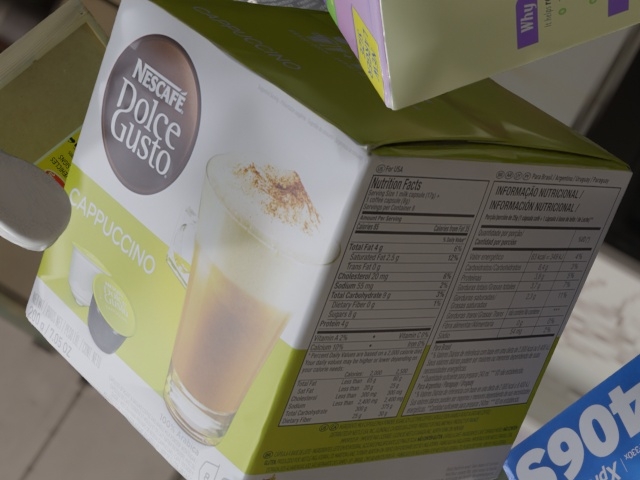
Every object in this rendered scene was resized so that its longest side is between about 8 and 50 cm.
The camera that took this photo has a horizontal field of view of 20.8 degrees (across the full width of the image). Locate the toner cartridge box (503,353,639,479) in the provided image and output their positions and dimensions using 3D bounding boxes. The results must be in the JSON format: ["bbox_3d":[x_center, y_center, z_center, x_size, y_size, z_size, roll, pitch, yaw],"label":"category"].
[{"bbox_3d":[0.340,0.185,1.639,0.075,0.165,0.348,11,-45,-48],"label":"toner cartridge box"}]

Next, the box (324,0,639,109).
[{"bbox_3d":[0.117,-0.216,0.920,0.243,0.117,0.213,-21,-40,-9],"label":"box"}]

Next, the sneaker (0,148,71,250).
[{"bbox_3d":[-0.292,-0.068,1.386,0.080,0.212,0.094,-44,3,-22],"label":"sneaker"}]

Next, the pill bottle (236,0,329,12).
[{"bbox_3d":[-0.037,-0.330,1.745,0.204,0.204,0.361,-59,-33,-4],"label":"pill bottle"}]

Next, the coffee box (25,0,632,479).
[{"bbox_3d":[0.000,0.000,1.538,0.338,0.338,0.334,0,-62,-44],"label":"coffee box"}]

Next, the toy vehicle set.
[{"bbox_3d":[-0.221,-0.081,1.632,0.166,0.035,0.267,-38,-46,-5],"label":"toy vehicle set"}]
